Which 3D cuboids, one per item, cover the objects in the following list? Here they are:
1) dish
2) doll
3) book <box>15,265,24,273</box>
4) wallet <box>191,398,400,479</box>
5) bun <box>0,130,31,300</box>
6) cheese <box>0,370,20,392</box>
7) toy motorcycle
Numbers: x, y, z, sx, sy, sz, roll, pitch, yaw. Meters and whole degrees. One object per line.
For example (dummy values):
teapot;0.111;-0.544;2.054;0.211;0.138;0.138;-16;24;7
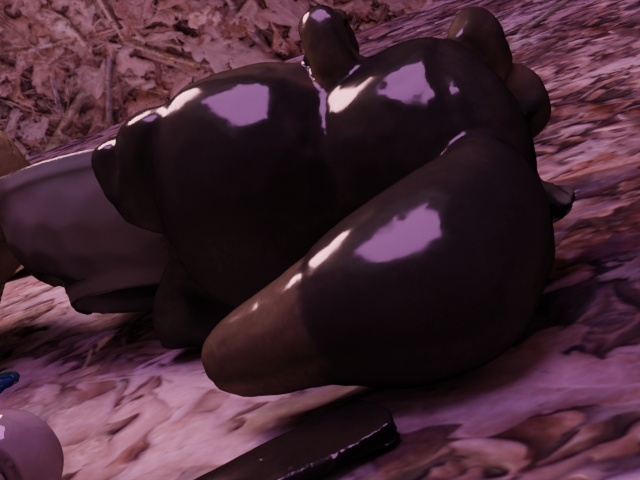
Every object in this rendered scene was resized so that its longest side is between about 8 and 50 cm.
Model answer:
dish;-0.176;0.000;1.245;0.303;0.120;0.303;-8;-12;-2
doll;-0.016;-0.029;0.985;0.382;0.252;0.378;-22;11;17
book;-0.293;-0.071;1.877;0.269;0.032;0.389;-32;7;21
wallet;-0.029;0.139;0.793;0.156;0.018;0.082;-25;13;-22
bun;-0.454;0.024;1.348;0.362;0.234;0.326;-30;0;11
cheese;-0.388;0.152;1.144;0.286;0.074;0.189;-11;17;35
toy motorcycle;-0.292;0.158;0.901;0.254;0.112;0.112;-15;14;25
